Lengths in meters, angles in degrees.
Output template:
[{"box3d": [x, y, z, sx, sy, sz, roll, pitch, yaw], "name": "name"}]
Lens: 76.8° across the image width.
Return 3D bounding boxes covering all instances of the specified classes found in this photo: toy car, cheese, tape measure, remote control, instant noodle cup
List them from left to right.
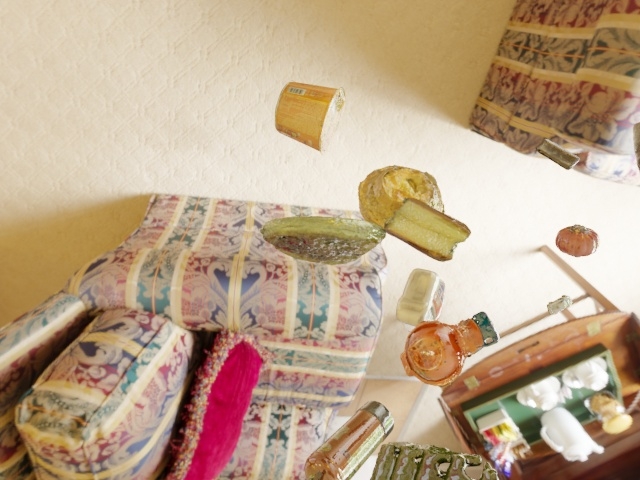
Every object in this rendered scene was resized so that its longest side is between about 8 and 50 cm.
[{"box3d": [-0.034, -0.397, 1.278, 0.173, 0.215, 0.215, 20, 119, 10], "name": "instant noodle cup"}, {"box3d": [0.387, 0.245, 1.549, 0.130, 0.264, 0.258, 11, 160, 32], "name": "tape measure"}, {"box3d": [0.404, 0.342, 1.299, 0.329, 0.216, 0.129, -35, 146, 23], "name": "cheese"}, {"box3d": [0.559, -0.206, 0.956, 0.039, 0.096, 0.014, -50, 150, 13], "name": "remote control"}, {"box3d": [0.770, 0.206, 1.296, 0.093, 0.025, 0.041, -24, 96, -9], "name": "toy car"}]

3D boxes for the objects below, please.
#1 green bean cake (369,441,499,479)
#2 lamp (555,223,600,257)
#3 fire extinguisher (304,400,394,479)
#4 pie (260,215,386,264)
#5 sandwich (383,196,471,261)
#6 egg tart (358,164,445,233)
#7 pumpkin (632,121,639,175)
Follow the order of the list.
[{"box3d": [0.245, 0.477, 0.603, 0.319, 0.218, 0.335, 38, 151, -16], "name": "green bean cake"}, {"box3d": [0.714, 0.001, 1.124, 0.108, 0.107, 0.092, -12, 118, -1], "name": "lamp"}, {"box3d": [0.057, 0.611, 1.110, 0.376, 0.113, 0.200, -18, 122, -48], "name": "fire extinguisher"}, {"box3d": [0.000, 0.000, 1.007, 0.324, 0.070, 0.323, 3, 166, 1], "name": "pie"}, {"box3d": [0.291, -0.016, 1.035, 0.128, 0.236, 0.122, 17, 105, -37], "name": "sandwich"}, {"box3d": [0.296, -0.162, 1.450, 0.342, 0.340, 0.129, -4, 148, -5], "name": "egg tart"}, {"box3d": [0.944, -0.178, 1.031, 0.313, 0.148, 0.169, 29, 98, 13], "name": "pumpkin"}]
